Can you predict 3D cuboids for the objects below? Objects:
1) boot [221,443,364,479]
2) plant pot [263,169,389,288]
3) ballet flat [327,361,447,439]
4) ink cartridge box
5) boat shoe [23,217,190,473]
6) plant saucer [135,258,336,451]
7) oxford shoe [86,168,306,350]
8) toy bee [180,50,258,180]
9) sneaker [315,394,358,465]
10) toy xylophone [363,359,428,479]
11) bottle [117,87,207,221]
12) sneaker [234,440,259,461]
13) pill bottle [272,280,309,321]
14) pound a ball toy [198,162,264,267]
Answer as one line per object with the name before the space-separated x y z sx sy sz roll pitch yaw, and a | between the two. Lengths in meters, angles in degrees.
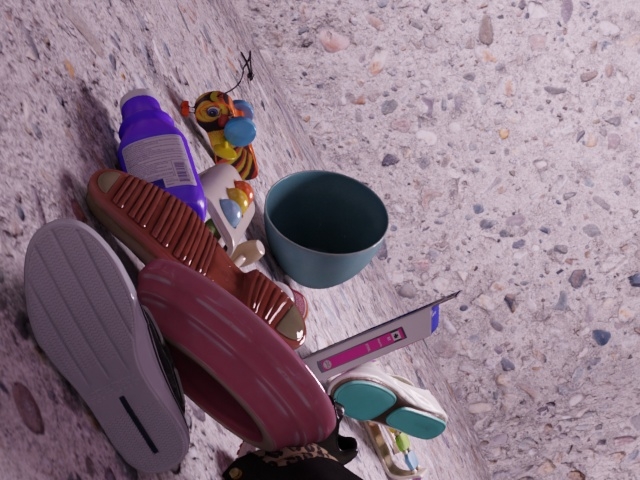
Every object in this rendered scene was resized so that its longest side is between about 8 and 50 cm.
boot | -0.048 0.395 1.235 0.284 0.377 0.138 25 -51 48
plant pot | 0.000 0.000 2.315 0.290 0.290 0.195 -106 -159 -43
ballet flat | 0.142 0.356 2.276 0.400 0.139 0.139 29 32 -40
ink cartridge box | 0.144 0.207 2.126 0.069 0.371 0.176 65 11 4
boat shoe | -0.252 0.119 1.159 0.119 0.121 0.335 -111 -178 -68
plant saucer | -0.130 0.167 1.299 0.332 0.084 0.332 36 -22 17
oxford shoe | -0.209 0.060 1.458 0.397 0.146 0.140 44 29 -12
toy bee | -0.223 -0.269 2.162 0.195 0.162 0.298 -110 -164 -72
sneaker | -0.033 0.295 1.719 0.286 0.130 0.109 58 14 -26
toy xylophone | 0.168 0.452 2.462 0.322 0.081 0.236 65 10 1
bottle | -0.269 -0.131 1.595 0.092 0.118 0.283 90 -19 -51
sneaker | -0.058 0.392 1.455 0.225 0.093 0.088 67 11 17
pill bottle | -0.084 0.129 1.976 0.086 0.086 0.152 68 10 18
pound a ball toy | -0.170 -0.021 1.777 0.208 0.136 0.319 62 11 -11
